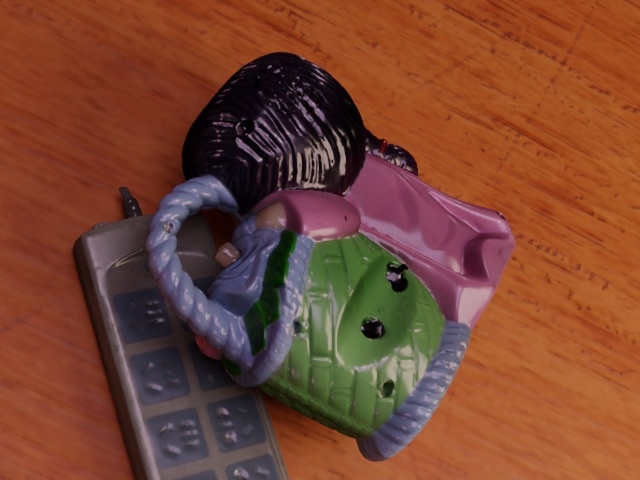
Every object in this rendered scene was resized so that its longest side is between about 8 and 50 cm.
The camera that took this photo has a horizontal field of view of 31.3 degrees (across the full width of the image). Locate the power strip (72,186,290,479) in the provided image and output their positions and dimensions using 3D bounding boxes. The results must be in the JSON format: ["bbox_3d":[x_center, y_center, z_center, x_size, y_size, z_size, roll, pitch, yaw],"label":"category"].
[{"bbox_3d":[-0.078,0.071,0.637,0.080,0.029,0.226,-12,74,-26],"label":"power strip"}]

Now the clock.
[{"bbox_3d":[0.000,0.000,0.642,0.195,0.100,0.194,40,49,-7],"label":"clock"}]
